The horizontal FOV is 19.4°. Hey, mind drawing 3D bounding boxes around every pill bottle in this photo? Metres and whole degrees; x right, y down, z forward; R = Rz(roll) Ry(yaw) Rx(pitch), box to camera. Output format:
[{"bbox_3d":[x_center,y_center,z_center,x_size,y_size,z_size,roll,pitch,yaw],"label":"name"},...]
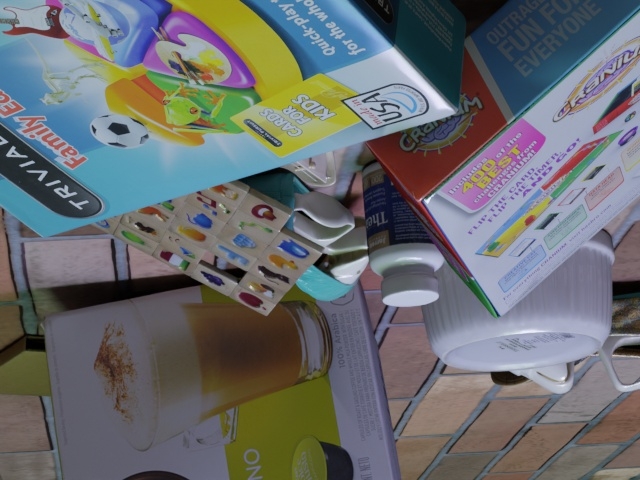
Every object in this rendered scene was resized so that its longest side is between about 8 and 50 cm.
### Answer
[{"bbox_3d":[0.073,-0.007,1.623,0.067,0.120,0.067,-4,162,-1],"label":"pill bottle"}]

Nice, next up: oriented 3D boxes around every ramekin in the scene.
[{"bbox_3d":[0.198,0.061,1.893,0.207,0.109,0.207,-4,162,-1],"label":"ramekin"}]

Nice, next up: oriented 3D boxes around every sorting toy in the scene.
[{"bbox_3d":[-0.036,-0.074,1.522,0.075,0.045,0.083,-3,165,22],"label":"sorting toy"}]

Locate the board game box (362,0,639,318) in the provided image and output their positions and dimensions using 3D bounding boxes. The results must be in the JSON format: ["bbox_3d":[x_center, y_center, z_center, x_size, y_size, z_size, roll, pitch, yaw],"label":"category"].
[{"bbox_3d":[0.168,-0.081,1.296,0.242,0.064,0.316,-41,159,0],"label":"board game box"}]

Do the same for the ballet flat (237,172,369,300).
[{"bbox_3d":[0.000,0.000,1.686,0.087,0.083,0.247,-6,162,25],"label":"ballet flat"}]

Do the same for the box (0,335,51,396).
[{"bbox_3d":[-0.310,0.151,2.206,0.164,0.021,0.201,6,161,-30],"label":"box"}]

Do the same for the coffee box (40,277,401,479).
[{"bbox_3d":[-0.086,0.249,2.009,0.334,0.338,0.338,-11,163,3],"label":"coffee box"}]

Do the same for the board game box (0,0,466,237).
[{"bbox_3d":[-0.120,-0.129,1.138,0.336,0.079,0.254,-16,142,32],"label":"board game box"}]

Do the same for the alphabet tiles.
[{"bbox_3d":[-0.104,-0.014,1.593,0.198,0.009,0.237,28,157,-6],"label":"alphabet tiles"}]

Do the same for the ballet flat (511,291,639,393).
[{"bbox_3d":[0.300,0.113,2.075,0.348,0.123,0.123,-4,163,0],"label":"ballet flat"}]

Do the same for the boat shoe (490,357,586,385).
[{"bbox_3d":[0.272,0.146,2.271,0.049,0.056,0.152,17,153,-38],"label":"boat shoe"}]
